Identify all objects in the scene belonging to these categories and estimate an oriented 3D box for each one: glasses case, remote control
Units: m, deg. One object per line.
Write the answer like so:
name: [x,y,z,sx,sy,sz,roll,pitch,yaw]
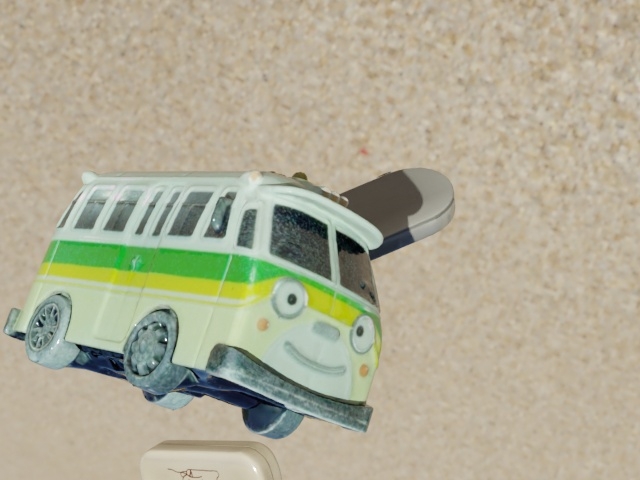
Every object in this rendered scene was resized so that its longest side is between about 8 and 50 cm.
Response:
glasses case: [-0.135,0.287,1.469,0.196,0.083,0.050,-7,-170,35]
remote control: [0.000,0.000,1.002,0.077,0.245,0.022,54,162,45]

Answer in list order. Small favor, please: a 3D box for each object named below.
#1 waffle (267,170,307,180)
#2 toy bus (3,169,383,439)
waffle: [-0.068,0.012,1.242,0.191,0.191,0.038,22,168,6]
toy bus: [-0.081,0.034,0.824,0.133,0.164,0.276,28,163,-40]
